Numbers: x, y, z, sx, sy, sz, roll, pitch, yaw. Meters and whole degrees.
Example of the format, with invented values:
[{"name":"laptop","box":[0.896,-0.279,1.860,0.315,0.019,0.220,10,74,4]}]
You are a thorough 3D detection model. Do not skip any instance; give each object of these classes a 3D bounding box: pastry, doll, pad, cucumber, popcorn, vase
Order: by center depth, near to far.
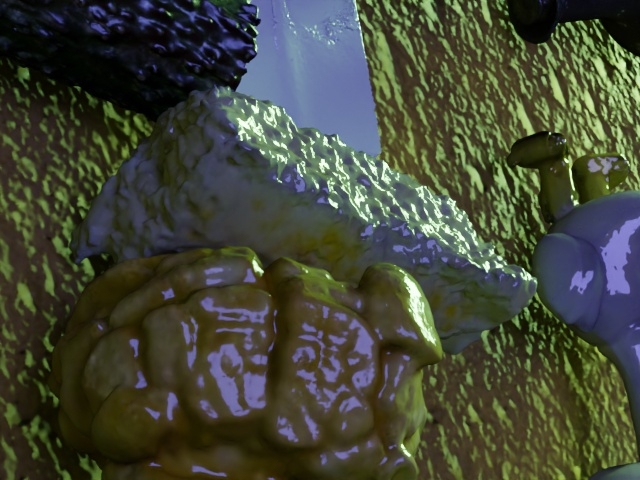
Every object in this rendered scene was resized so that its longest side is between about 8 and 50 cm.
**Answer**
[{"name":"cucumber","box":[-0.198,-0.154,0.782,0.359,0.096,0.096,23,59,-32]},{"name":"popcorn","box":[-0.027,0.080,0.788,0.194,0.163,0.140,25,63,-37]},{"name":"pastry","box":[0.003,-0.003,0.876,0.258,0.121,0.089,17,54,-36]},{"name":"pad","box":[-0.035,-0.163,0.993,0.156,0.004,0.232,4,70,-41]},{"name":"doll","box":[0.206,0.104,1.037,0.160,0.094,0.365,12,66,-47]},{"name":"vase","box":[0.220,-0.185,1.165,0.183,0.120,0.120,-13,82,-31]}]
